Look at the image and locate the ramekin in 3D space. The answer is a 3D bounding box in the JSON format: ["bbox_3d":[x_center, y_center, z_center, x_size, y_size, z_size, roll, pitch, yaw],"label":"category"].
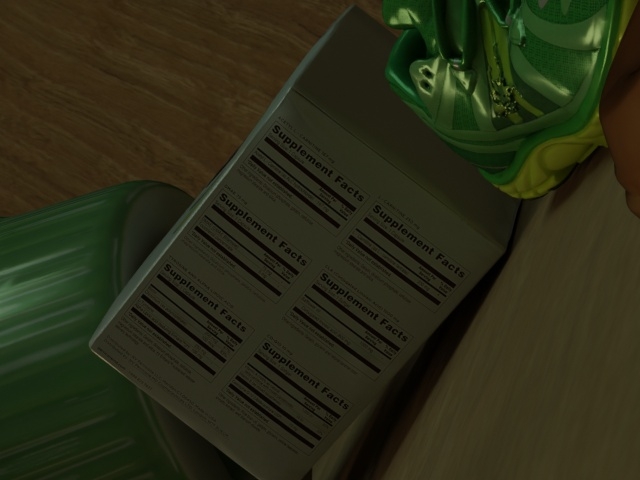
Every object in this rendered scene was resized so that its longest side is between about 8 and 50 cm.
[{"bbox_3d":[-0.128,0.106,1.195,0.148,0.303,0.303,-22,15,18],"label":"ramekin"}]

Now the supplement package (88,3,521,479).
[{"bbox_3d":[0.000,0.000,1.049,0.203,0.149,0.194,-50,5,23],"label":"supplement package"}]

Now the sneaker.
[{"bbox_3d":[0.087,-0.100,0.751,0.109,0.124,0.295,-62,1,-21],"label":"sneaker"}]

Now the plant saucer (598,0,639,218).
[{"bbox_3d":[0.134,-0.097,0.518,0.200,0.037,0.200,-62,0,1],"label":"plant saucer"}]
